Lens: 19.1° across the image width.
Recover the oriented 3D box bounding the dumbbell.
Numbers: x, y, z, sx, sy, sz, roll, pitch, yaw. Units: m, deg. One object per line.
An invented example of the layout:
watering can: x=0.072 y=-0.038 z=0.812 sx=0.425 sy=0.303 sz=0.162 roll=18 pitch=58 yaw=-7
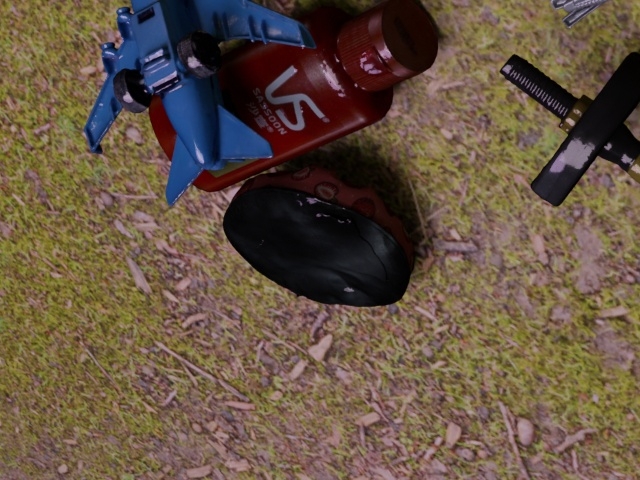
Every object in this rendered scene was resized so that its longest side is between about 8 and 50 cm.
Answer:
dumbbell: x=0.280 y=-0.047 z=1.533 sx=0.325 sy=0.143 sz=0.143 roll=37 pitch=138 yaw=5

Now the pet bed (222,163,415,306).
pet bed: x=0.000 y=0.000 z=1.811 sx=0.201 sy=0.053 sz=0.201 roll=16 pitch=149 yaw=10

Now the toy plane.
toy plane: x=-0.131 y=-0.178 z=1.700 sx=0.254 sy=0.105 sz=0.271 roll=-24 pitch=84 yaw=30

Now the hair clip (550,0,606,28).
hair clip: x=0.231 y=-0.197 z=1.522 sx=0.115 sy=0.039 sz=0.030 roll=-19 pitch=107 yaw=47

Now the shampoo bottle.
shampoo bottle: x=-0.027 y=-0.136 z=1.733 sx=0.314 sy=0.076 sz=0.118 roll=-20 pitch=104 yaw=45
